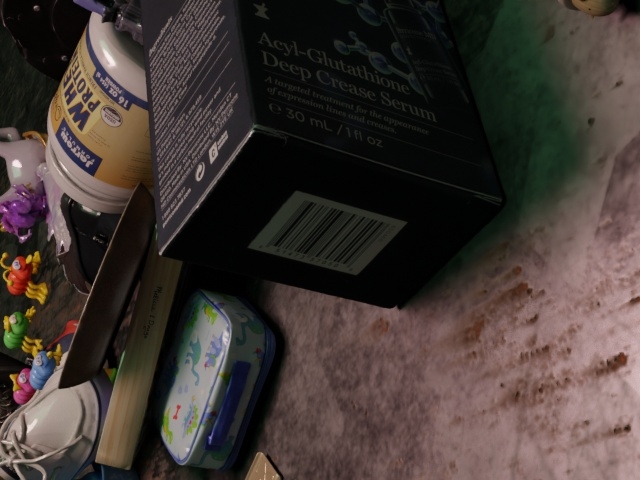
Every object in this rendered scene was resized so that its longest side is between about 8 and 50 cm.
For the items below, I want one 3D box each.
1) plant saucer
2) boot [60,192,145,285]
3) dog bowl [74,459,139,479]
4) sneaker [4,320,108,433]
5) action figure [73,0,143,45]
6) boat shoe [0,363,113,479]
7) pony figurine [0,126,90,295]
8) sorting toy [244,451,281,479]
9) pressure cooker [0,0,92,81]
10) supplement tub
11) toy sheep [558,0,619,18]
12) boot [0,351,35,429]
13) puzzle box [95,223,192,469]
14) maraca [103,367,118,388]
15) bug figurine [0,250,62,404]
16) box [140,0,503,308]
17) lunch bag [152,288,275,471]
[{"bbox_3d":[-0.289,0.069,1.582,0.310,0.050,0.310,-159,90,-84],"label":"plant saucer"},{"bbox_3d":[-0.319,0.033,1.861,0.207,0.094,0.246,30,148,34],"label":"boot"},{"bbox_3d":[-0.378,0.449,1.826,0.297,0.074,0.165,-41,45,45],"label":"dog bowl"},{"bbox_3d":[-0.492,0.289,2.050,0.350,0.131,0.148,-51,36,24],"label":"sneaker"},{"bbox_3d":[-0.143,-0.317,1.477,0.178,0.341,0.330,146,143,-73],"label":"action figure"},{"bbox_3d":[-0.448,0.327,1.719,0.136,0.156,0.367,48,124,15],"label":"boat shoe"},{"bbox_3d":[-0.530,-0.089,2.070,0.303,0.364,0.350,110,157,-67],"label":"pony figurine"},{"bbox_3d":[-0.077,0.317,1.420,0.062,0.012,0.083,39,109,53],"label":"sorting toy"},{"bbox_3d":[-0.326,-0.497,1.820,0.370,0.375,0.420,-17,53,16],"label":"pressure cooker"},{"bbox_3d":[-0.273,-0.204,1.680,0.316,0.228,0.228,-50,38,46],"label":"supplement tub"},{"bbox_3d":[0.246,-0.263,1.037,0.091,0.091,0.132,-39,51,47],"label":"toy sheep"},{"bbox_3d":[-0.590,0.330,2.103,0.091,0.263,0.228,21,90,34],"label":"boot"},{"bbox_3d":[-0.235,0.105,1.638,0.272,0.052,0.408,-133,58,-86],"label":"puzzle box"},{"bbox_3d":[-0.385,0.292,1.858,0.185,0.099,0.127,-61,9,-14],"label":"maraca"},{"bbox_3d":[-0.485,0.165,1.870,0.279,0.072,0.216,67,148,33],"label":"bug figurine"},{"bbox_3d":[-0.016,-0.163,1.234,0.212,0.294,0.395,-49,40,39],"label":"box"},{"bbox_3d":[-0.145,0.189,1.515,0.176,0.090,0.218,35,108,60],"label":"lunch bag"}]
